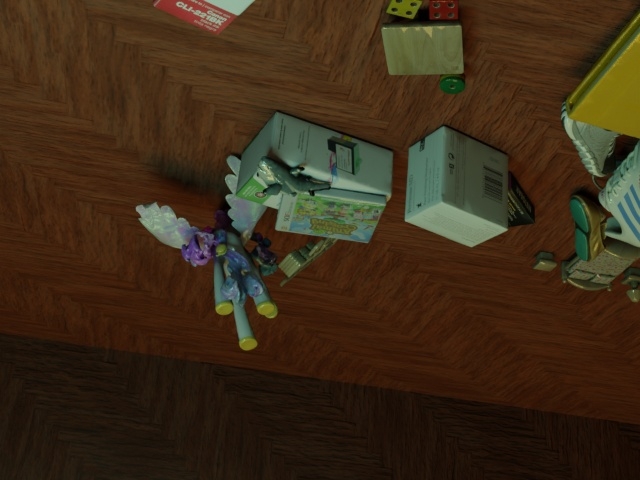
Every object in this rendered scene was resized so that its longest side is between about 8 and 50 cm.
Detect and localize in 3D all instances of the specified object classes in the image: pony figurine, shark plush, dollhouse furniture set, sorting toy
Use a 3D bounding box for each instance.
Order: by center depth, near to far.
[{"bbox_3d":[0.176,-0.345,1.587,0.132,0.046,0.274,0,155,11],"label":"sorting toy"},{"bbox_3d":[-0.053,-0.118,1.842,0.161,0.073,0.067,19,119,-15],"label":"shark plush"},{"bbox_3d":[-0.215,0.020,2.122,0.303,0.363,0.351,-21,146,2],"label":"pony figurine"},{"bbox_3d":[0.737,0.088,2.240,0.356,0.173,0.303,9,154,-8],"label":"dollhouse furniture set"}]

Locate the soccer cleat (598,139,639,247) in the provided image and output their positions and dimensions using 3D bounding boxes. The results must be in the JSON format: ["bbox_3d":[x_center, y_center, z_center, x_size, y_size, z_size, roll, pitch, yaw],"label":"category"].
[{"bbox_3d":[0.626,-0.111,1.855,0.143,0.116,0.331,13,139,25],"label":"soccer cleat"}]

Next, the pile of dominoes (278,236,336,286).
[{"bbox_3d":[0.000,0.000,2.196,0.040,0.251,0.196,47,133,4],"label":"pile of dominoes"}]

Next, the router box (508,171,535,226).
[{"bbox_3d":[0.392,-0.083,2.097,0.133,0.046,0.179,-9,152,27],"label":"router box"}]

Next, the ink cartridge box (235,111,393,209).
[{"bbox_3d":[-0.011,-0.140,1.976,0.278,0.117,0.201,17,152,-21],"label":"ink cartridge box"}]

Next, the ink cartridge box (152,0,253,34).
[{"bbox_3d":[-0.108,-0.440,1.269,0.114,0.196,0.273,19,152,-30],"label":"ink cartridge box"}]

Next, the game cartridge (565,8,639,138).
[{"bbox_3d":[0.631,-0.275,1.587,0.324,0.052,0.285,12,143,-17],"label":"game cartridge"}]

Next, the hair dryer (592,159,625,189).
[{"bbox_3d":[0.731,-0.121,1.908,0.224,0.080,0.294,22,150,-30],"label":"hair dryer"}]

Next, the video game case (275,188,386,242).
[{"bbox_3d":[0.018,-0.056,1.981,0.213,0.023,0.193,8,155,-5],"label":"video game case"}]

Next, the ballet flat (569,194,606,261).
[{"bbox_3d":[0.613,-0.041,2.118,0.073,0.080,0.232,-30,143,-5],"label":"ballet flat"}]

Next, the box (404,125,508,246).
[{"bbox_3d":[0.281,-0.108,1.910,0.182,0.180,0.119,20,151,-27],"label":"box"}]

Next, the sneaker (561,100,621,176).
[{"bbox_3d":[0.556,-0.197,1.772,0.132,0.086,0.229,-10,150,33],"label":"sneaker"}]
